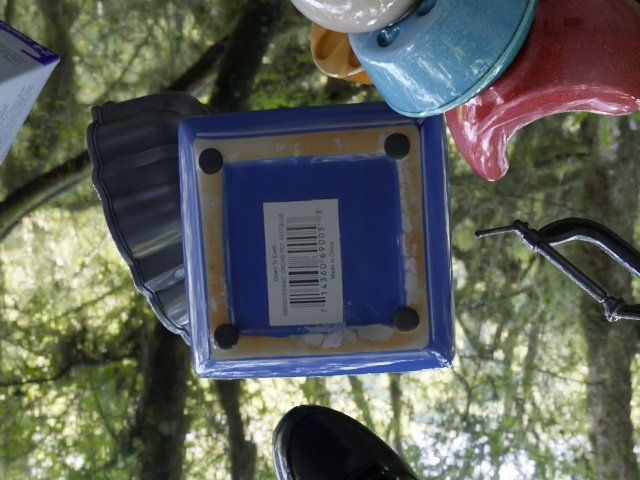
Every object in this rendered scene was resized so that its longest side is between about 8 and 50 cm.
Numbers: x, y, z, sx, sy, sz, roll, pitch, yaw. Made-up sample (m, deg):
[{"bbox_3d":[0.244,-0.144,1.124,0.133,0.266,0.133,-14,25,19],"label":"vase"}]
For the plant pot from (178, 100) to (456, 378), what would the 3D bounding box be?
[{"bbox_3d":[0.000,0.000,0.691,0.235,0.236,0.212,-3,-178,4],"label":"plant pot"}]

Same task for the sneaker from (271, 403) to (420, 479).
[{"bbox_3d":[0.082,0.277,0.781,0.125,0.140,0.341,-34,-114,-24],"label":"sneaker"}]

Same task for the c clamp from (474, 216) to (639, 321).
[{"bbox_3d":[0.240,0.025,0.747,0.137,0.022,0.160,-18,-135,-36],"label":"c clamp"}]

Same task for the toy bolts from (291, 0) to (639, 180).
[{"bbox_3d":[0.029,-0.143,0.385,0.158,0.218,0.229,22,-131,-36],"label":"toy bolts"}]

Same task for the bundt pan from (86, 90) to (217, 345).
[{"bbox_3d":[-0.153,-0.042,1.036,0.124,0.331,0.331,-21,-160,7],"label":"bundt pan"}]

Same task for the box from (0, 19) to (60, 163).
[{"bbox_3d":[-0.195,-0.038,0.359,0.072,0.126,0.137,33,-162,-9],"label":"box"}]
